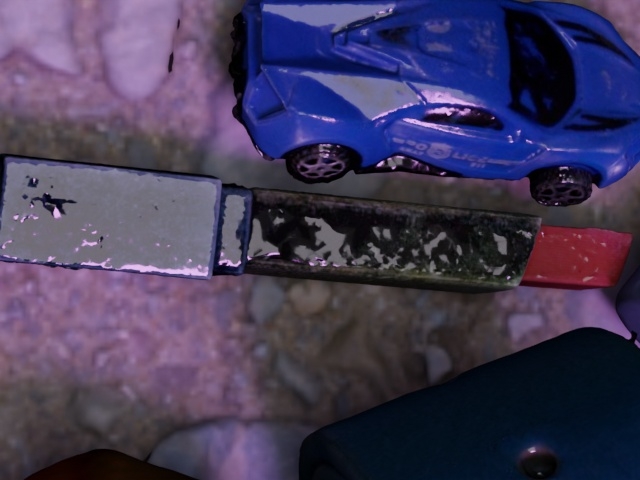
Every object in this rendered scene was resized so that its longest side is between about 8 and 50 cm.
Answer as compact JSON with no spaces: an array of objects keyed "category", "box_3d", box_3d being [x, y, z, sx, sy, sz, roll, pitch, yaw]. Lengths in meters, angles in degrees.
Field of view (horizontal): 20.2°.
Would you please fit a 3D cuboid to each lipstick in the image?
[{"category":"lipstick","box_3d":[0.000,0.000,0.866,0.312,0.051,0.051,6,89,-15]}]

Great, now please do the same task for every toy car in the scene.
[{"category":"toy car","box_3d":[0.064,-0.077,0.855,0.216,0.063,0.103,4,66,-13]}]

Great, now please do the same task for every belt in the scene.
[{"category":"belt","box_3d":[0.125,0.264,0.772,0.173,0.300,0.436,-22,93,-11]}]

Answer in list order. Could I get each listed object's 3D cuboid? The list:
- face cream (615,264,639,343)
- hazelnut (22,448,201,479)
[{"category":"face cream","box_3d":[0.292,-0.089,0.916,0.135,0.086,0.385,45,77,-13]},{"category":"hazelnut","box_3d":[-0.102,0.202,0.774,0.181,0.212,0.181,-5,125,-40]}]
